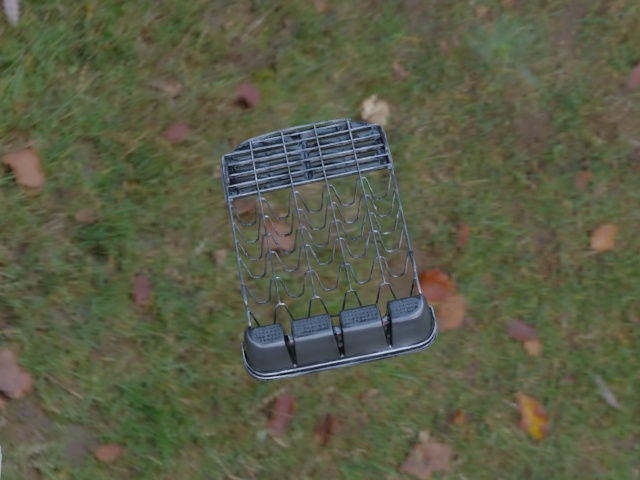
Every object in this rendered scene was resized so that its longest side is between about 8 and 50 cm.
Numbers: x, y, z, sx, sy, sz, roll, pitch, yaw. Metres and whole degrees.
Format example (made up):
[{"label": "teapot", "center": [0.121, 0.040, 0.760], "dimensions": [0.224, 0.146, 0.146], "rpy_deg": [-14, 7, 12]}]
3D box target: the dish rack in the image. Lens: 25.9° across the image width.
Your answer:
[{"label": "dish rack", "center": [0.000, 0.000, 1.485], "dimensions": [0.208, 0.074, 0.271], "rpy_deg": [-11, 62, -1]}]
